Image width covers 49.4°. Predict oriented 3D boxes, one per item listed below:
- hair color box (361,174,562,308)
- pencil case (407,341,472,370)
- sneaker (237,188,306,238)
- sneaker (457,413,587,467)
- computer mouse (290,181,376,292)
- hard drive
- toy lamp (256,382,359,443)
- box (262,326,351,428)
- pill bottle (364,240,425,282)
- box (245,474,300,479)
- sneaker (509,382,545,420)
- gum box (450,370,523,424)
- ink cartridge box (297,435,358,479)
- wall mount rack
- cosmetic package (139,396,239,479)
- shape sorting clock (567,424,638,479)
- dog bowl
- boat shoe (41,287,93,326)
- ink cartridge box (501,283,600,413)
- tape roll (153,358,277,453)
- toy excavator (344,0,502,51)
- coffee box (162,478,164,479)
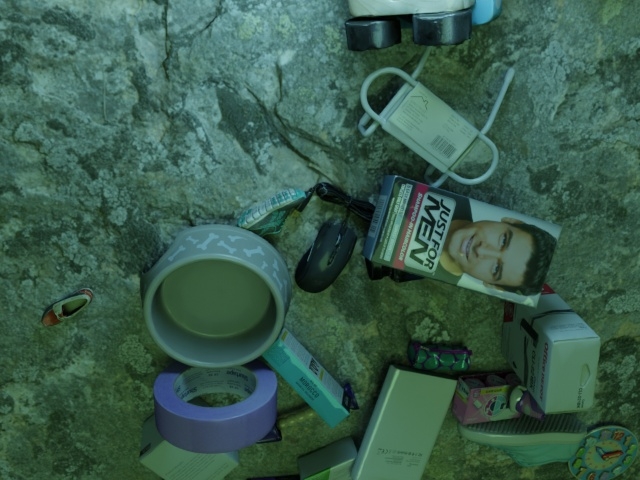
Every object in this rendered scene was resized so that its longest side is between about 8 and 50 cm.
[{"bbox_3d":[0.296,0.001,1.478,0.374,0.113,0.185,16,93,-8],"label":"hair color box"},{"bbox_3d":[0.298,0.291,1.741,0.152,0.064,0.070,6,136,-12],"label":"pencil case"},{"bbox_3d":[-0.099,-0.054,1.544,0.166,0.065,0.076,-27,118,13],"label":"sneaker"},{"bbox_3d":[0.527,0.541,1.842,0.366,0.135,0.150,8,108,-11],"label":"sneaker"},{"bbox_3d":[0.000,0.000,1.578,0.184,0.060,0.262,30,104,-20],"label":"computer mouse"},{"bbox_3d":[0.214,0.475,1.765,0.203,0.040,0.307,16,97,-28],"label":"hard drive"},{"bbox_3d":[-0.043,0.438,1.744,0.275,0.080,0.080,-20,114,-3],"label":"toy lamp"},{"bbox_3d":[-0.031,0.323,1.647,0.060,0.100,0.244,-42,93,10],"label":"box"},{"bbox_3d":[0.215,0.030,1.590,0.219,0.123,0.123,-8,113,-5],"label":"pill bottle"},{"bbox_3d":[-0.115,0.775,1.831,0.165,0.143,0.270,-2,113,-8],"label":"box"},{"bbox_3d":[0.589,0.383,1.766,0.236,0.104,0.095,-27,123,-30],"label":"sneaker"},{"bbox_3d":[0.441,0.404,1.794,0.188,0.062,0.107,-1,112,-23],"label":"gum box"},{"bbox_3d":[0.055,0.651,1.834,0.160,0.092,0.219,-23,114,-1],"label":"ink cartridge box"},{"bbox_3d":[0.254,-0.290,1.470,0.350,0.130,0.304,34,107,-20],"label":"wall mount rack"},{"bbox_3d":[-0.314,0.489,1.679,0.151,0.151,0.183,-40,113,8],"label":"cosmetic package"},{"bbox_3d":[0.798,0.606,1.962,0.206,0.040,0.206,-3,112,-7],"label":"shape sorting clock"},{"bbox_3d":[-0.234,0.140,1.553,0.349,0.102,0.349,-2,119,-3],"label":"dog bowl"},{"bbox_3d":[-0.571,0.155,1.561,0.137,0.043,0.049,-31,115,6],"label":"boat shoe"},{"bbox_3d":[0.536,0.251,1.649,0.114,0.273,0.197,-5,112,-7],"label":"ink cartridge box"},{"bbox_3d":[-0.235,0.358,1.571,0.275,0.275,0.090,-1,111,-8],"label":"tape roll"},{"bbox_3d":[0.303,-0.527,1.340,0.433,0.445,0.222,8,119,33],"label":"toy excavator"},{"bbox_3d":[-0.380,0.709,1.783,0.113,0.040,0.184,18,84,-15],"label":"coffee box"}]
